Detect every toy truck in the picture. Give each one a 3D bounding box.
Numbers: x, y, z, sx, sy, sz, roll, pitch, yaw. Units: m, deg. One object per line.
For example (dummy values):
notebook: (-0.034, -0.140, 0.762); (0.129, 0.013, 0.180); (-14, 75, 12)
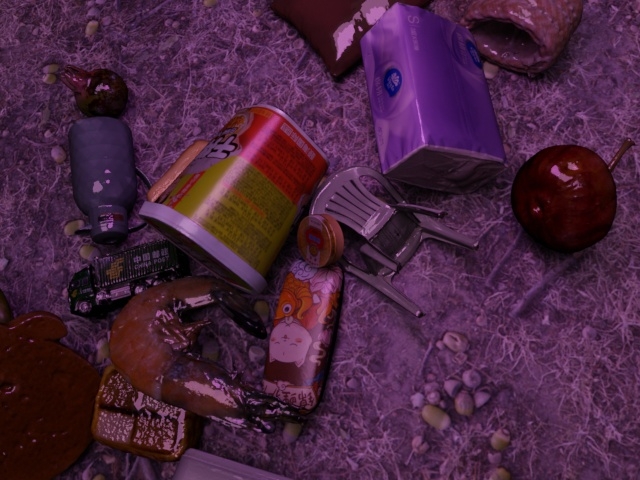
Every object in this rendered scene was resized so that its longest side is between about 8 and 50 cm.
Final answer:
toy truck: (-0.418, 0.087, 1.276); (0.258, 0.088, 0.121); (-16, 70, 4)

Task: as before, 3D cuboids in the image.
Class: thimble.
thimble: (0.425, -0.471, 1.250); (0.229, 0.196, 0.148); (31, 80, 18)

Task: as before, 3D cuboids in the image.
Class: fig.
fig: (0.494, -0.089, 1.135); (0.249, 0.186, 0.204); (-16, 86, -39)

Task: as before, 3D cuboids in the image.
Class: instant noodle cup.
instant noodle cup: (-0.157, -0.094, 1.171); (0.293, 0.294, 0.308); (29, 75, 19)

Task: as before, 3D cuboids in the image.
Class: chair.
chair: (0.130, -0.018, 1.160); (0.203, 0.190, 0.274); (-50, 41, -9)

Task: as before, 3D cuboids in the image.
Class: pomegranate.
pomegranate: (-0.550, -0.375, 1.429); (0.138, 0.163, 0.126); (15, 56, 38)

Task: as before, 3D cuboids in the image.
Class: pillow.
pillow: (0.065, -0.581, 1.409); (0.305, 0.108, 0.308); (-38, 66, 1)

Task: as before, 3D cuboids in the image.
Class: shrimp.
shrimp: (-0.199, 0.216, 1.123); (0.444, 0.085, 0.272); (25, 59, 19)

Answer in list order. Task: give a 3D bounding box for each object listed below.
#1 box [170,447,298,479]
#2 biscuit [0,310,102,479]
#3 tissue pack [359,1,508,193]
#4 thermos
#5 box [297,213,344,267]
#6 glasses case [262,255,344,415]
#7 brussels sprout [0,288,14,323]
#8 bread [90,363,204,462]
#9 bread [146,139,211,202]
box: (-0.141, 0.500, 1.039); (0.311, 0.175, 0.183); (12, 65, 15)
biscuit: (-0.608, 0.295, 1.111); (0.070, 0.394, 0.351); (2, 58, 52)
tissue pack: (0.230, -0.279, 1.189); (0.242, 0.160, 0.339); (6, 65, -31)
thermos: (-0.480, -0.131, 1.344); (0.182, 0.145, 0.287); (-4, 68, -26)
box: (0.000, 0.000, 1.136); (0.037, 0.106, 0.106); (-12, 62, -38)
glasses case: (-0.032, 0.184, 1.163); (0.122, 0.082, 0.321); (5, 74, 24)
brussels sprout: (-0.774, 0.231, 1.195); (0.289, 0.281, 0.355); (-23, 86, -30)
bread: (-0.339, 0.338, 1.168); (0.222, 0.096, 0.182); (10, 75, 13)
bread: (-0.281, -0.118, 1.314); (0.217, 0.098, 0.147); (-46, 66, -7)
